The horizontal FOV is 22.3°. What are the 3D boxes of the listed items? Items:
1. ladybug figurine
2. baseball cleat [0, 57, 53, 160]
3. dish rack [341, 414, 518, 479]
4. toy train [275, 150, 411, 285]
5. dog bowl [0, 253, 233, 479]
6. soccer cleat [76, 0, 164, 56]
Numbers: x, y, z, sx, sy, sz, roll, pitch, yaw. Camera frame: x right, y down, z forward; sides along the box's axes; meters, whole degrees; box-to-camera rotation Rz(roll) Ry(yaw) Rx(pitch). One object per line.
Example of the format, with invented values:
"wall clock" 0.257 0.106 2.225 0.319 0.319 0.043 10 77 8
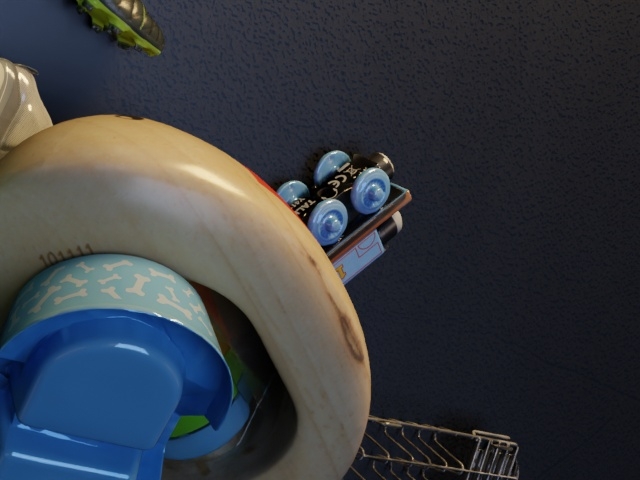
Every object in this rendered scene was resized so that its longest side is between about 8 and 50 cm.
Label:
"ladybug figurine" -0.122 0.070 1.265 0.305 0.162 0.449 -14 133 6
"baseball cleat" -0.262 -0.038 1.241 0.109 0.072 0.206 12 100 -42
"dish rack" 0.067 0.256 1.545 0.271 0.074 0.208 15 96 -37
"toy train" 0.000 0.000 1.425 0.184 0.080 0.105 -39 130 -22
"dog bowl" -0.171 0.126 1.149 0.166 0.074 0.297 15 130 -19
"soccer cleat" -0.174 -0.215 1.257 0.179 0.060 0.072 44 76 -31
